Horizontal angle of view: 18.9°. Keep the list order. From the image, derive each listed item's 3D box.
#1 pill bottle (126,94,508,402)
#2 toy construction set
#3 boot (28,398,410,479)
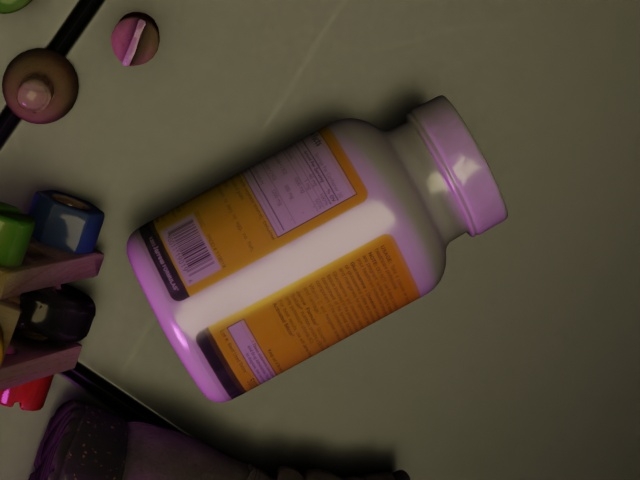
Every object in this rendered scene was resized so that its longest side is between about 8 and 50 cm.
[{"bbox_3d":[0.000,0.000,1.000,0.184,0.103,0.103,-28,100,-1],"label":"pill bottle"},{"bbox_3d":[-0.200,-0.008,0.911,0.309,0.237,0.257,-44,100,1],"label":"toy construction set"},{"bbox_3d":[-0.080,0.266,1.028,0.223,0.118,0.338,17,100,-13],"label":"boot"}]
